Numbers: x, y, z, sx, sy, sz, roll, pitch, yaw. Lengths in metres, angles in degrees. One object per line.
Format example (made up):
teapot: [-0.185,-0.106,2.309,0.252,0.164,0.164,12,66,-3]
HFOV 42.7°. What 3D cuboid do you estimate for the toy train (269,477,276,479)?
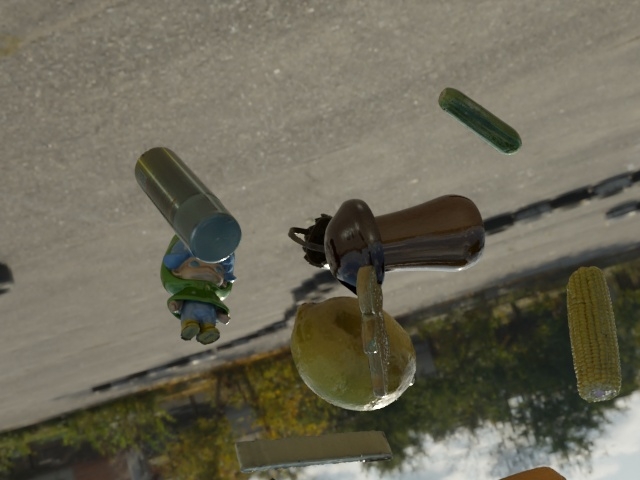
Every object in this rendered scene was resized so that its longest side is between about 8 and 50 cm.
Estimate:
toy train: [-0.102,0.665,2.184,0.017,0.083,0.017,-41,155,-38]

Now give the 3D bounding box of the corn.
corn: [0.487,0.162,1.466,0.081,0.248,0.081,3,150,2]

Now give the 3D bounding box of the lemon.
lemon: [0.068,0.238,1.720,0.263,0.236,0.236,17,-178,18]

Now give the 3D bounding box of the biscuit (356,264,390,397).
biscuit: [0.089,0.141,1.387,0.030,0.234,0.153,-5,-142,11]

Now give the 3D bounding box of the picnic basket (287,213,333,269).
picnic basket: [0.000,0.000,2.095,0.178,0.137,0.128,14,-168,-36]

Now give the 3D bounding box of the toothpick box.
toothpick box: [0.156,0.003,1.578,0.294,0.192,0.192,-9,170,-15]

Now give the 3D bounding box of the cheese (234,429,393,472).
cheese: [-0.013,0.516,2.017,0.400,0.085,0.034,2,135,-22]

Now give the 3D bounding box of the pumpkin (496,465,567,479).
pumpkin: [0.493,0.644,1.756,0.256,0.303,0.225,-35,-146,-6]

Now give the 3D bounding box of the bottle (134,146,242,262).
bottle: [-0.206,-0.059,1.243,0.082,0.082,0.286,-13,-150,-23]

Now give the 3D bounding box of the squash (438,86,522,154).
squash: [0.359,-0.263,1.828,0.229,0.066,0.066,31,152,-17]

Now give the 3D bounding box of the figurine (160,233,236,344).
figurine: [-0.249,0.090,1.675,0.162,0.263,0.143,12,136,-20]
